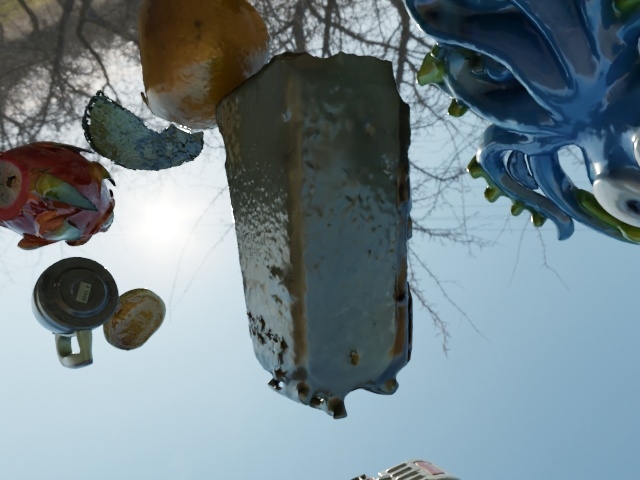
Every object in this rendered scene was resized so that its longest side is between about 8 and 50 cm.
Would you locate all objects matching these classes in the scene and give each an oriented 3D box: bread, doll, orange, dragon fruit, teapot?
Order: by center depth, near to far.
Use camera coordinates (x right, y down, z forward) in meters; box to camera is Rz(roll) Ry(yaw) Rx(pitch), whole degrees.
[{"bbox_3d":[0.198,-0.109,0.330,0.341,0.346,0.099,34,-118,18],"label":"doll"},{"bbox_3d":[-0.119,-0.186,0.476,0.134,0.157,0.157,2,-149,-10],"label":"orange"},{"bbox_3d":[-0.364,0.106,0.694,0.108,0.149,0.111,-26,-170,39],"label":"teapot"},{"bbox_3d":[-0.304,0.130,0.764,0.024,0.110,0.110,22,-128,38],"label":"bread"},{"bbox_3d":[-0.514,-0.084,0.909,0.224,0.224,0.227,0,179,30],"label":"dragon fruit"}]

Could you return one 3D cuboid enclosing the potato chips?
[{"bbox_3d":[-0.333,-0.196,0.883,0.219,0.202,0.029,8,-124,-13],"label":"potato chips"}]

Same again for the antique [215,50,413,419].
[{"bbox_3d":[0.000,0.000,0.404,0.125,0.284,0.150,-7,-179,-31],"label":"antique"}]

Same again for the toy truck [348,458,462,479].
[{"bbox_3d":[0.073,0.497,0.748,0.387,0.207,0.173,-15,174,-16],"label":"toy truck"}]
